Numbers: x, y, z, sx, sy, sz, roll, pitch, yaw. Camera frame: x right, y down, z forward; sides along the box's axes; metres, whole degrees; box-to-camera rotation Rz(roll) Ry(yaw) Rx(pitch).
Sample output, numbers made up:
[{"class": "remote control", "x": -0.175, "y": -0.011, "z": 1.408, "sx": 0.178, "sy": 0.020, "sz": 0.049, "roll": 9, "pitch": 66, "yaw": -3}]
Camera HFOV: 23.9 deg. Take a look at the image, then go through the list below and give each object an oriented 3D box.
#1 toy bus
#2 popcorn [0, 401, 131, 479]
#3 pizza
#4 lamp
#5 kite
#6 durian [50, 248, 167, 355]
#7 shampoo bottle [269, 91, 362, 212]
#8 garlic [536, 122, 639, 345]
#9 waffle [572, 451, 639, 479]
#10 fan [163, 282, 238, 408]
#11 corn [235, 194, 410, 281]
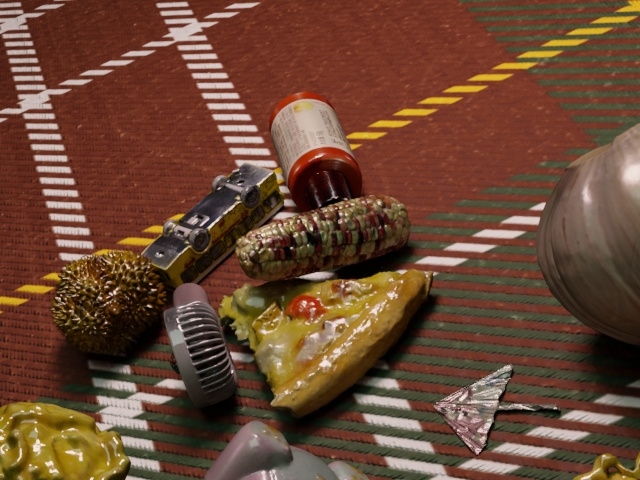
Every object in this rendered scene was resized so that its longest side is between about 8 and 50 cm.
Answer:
[{"class": "toy bus", "x": -0.151, "y": -0.020, "z": 2.138, "sx": 0.081, "sy": 0.074, "sz": 0.226, "roll": 16, "pitch": 51, "yaw": 44}, {"class": "popcorn", "x": -0.316, "y": 0.299, "z": 1.699, "sx": 0.225, "sy": 0.249, "sz": 0.249, "roll": 7, "pitch": 35, "yaw": -7}, {"class": "pizza", "x": -0.036, "y": 0.105, "z": 1.902, "sx": 0.288, "sy": 0.075, "sz": 0.280, "roll": 11, "pitch": 46, "yaw": 39}, {"class": "lamp", "x": -0.041, "y": 0.345, "z": 1.490, "sx": 0.247, "sy": 0.247, "sz": 0.301, "roll": -51, "pitch": 24, "yaw": 13}, {"class": "kite", "x": 0.197, "y": 0.190, "z": 1.711, "sx": 0.157, "sy": 0.011, "sz": 0.139, "roll": -4, "pitch": 42, "yaw": 28}, {"class": "durian", "x": -0.286, "y": 0.081, "z": 2.039, "sx": 0.158, "sy": 0.137, "sz": 0.168, "roll": -11, "pitch": 17, "yaw": -17}, {"class": "shampoo bottle", "x": -0.002, "y": -0.104, "z": 2.138, "sx": 0.104, "sy": 0.104, "sz": 0.278, "roll": -22, "pitch": 35, "yaw": 2}, {"class": "garlic", "x": 0.390, "y": -0.007, "z": 1.640, "sx": 0.317, "sy": 0.259, "sz": 0.317, "roll": -31, "pitch": 2, "yaw": 1}, {"class": "waffle", "x": 0.333, "y": 0.300, "z": 1.434, "sx": 0.280, "sy": 0.060, "sz": 0.262, "roll": 8, "pitch": 45, "yaw": 38}, {"class": "fan", "x": -0.159, "y": 0.122, "z": 1.924, "sx": 0.074, "sy": 0.130, "sz": 0.244, "roll": -19, "pitch": 20, "yaw": -2}, {"class": "corn", "x": 0.000, "y": 0.000, "z": 1.957, "sx": 0.253, "sy": 0.086, "sz": 0.086, "roll": -16, "pitch": 28, "yaw": -29}]
